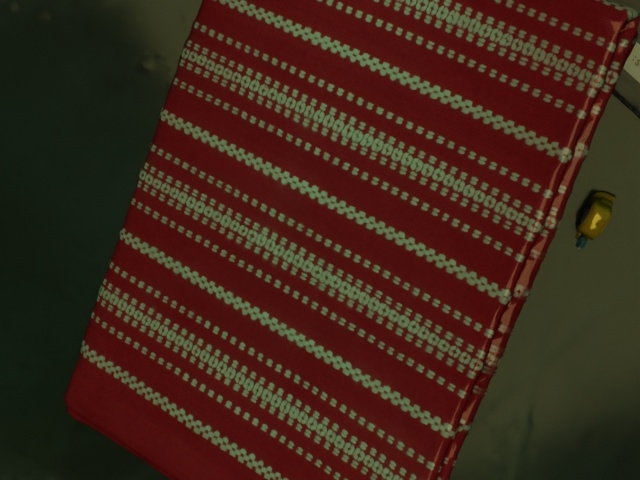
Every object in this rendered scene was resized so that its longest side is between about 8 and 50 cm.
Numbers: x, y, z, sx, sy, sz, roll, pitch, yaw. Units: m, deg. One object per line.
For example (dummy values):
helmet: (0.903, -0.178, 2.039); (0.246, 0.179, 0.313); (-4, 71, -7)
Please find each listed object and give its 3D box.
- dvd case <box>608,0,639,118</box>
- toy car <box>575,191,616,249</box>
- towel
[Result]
dvd case: (0.154, -0.183, 0.527); (0.164, 0.018, 0.221); (42, 103, 1)
toy car: (0.068, 0.008, 0.562); (0.122, 0.040, 0.060); (-44, 89, 15)
towel: (0.000, 0.000, 0.554); (0.199, 0.031, 0.275); (28, 103, 27)
